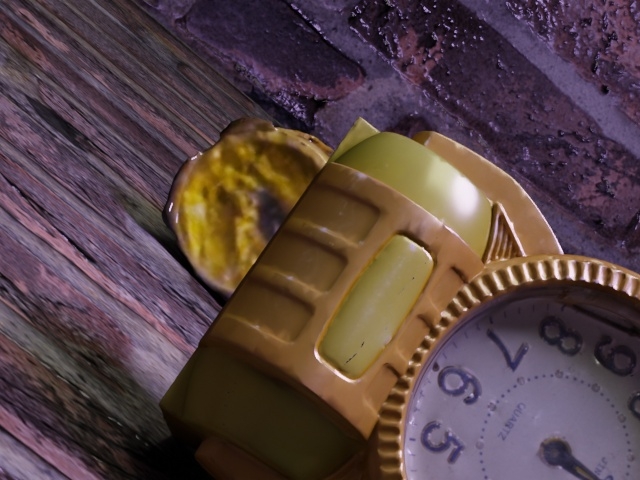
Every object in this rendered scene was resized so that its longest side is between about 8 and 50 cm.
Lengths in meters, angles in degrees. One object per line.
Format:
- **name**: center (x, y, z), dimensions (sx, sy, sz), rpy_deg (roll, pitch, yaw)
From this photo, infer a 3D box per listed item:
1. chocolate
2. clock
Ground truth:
- **chocolate**: center (0.000, 0.000, 1.856), dimensions (0.162, 0.162, 0.445), rpy_deg (44, 6, 17)
- **clock**: center (0.092, 0.102, 1.154), dimensions (0.317, 0.244, 0.200), rpy_deg (33, -11, 2)
